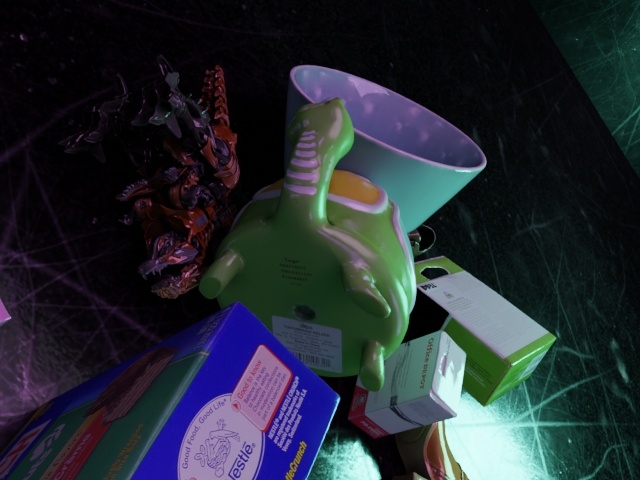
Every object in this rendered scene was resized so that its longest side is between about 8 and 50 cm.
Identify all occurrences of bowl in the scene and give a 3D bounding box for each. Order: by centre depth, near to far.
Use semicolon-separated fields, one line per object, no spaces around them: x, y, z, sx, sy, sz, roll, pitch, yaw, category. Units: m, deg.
0.070;-0.118;1.009;0.312;0.163;0.311;20;26;-10;bowl

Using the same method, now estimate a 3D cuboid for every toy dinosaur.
-0.176;-0.093;0.827;0.218;0.164;0.321;47;20;-41;toy dinosaur

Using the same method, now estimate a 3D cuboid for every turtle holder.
-0.013;0.008;0.820;0.320;0.244;0.227;55;37;-28;turtle holder

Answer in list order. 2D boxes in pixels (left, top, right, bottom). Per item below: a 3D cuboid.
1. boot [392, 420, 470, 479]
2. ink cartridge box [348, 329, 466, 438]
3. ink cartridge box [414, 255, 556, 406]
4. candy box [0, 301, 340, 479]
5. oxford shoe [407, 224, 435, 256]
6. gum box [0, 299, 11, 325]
0.181;0.329;1.001;0.152;0.073;0.197;37;57;-27;boot
0.121;0.201;0.942;0.063;0.151;0.109;43;43;-22;ink cartridge box
0.248;0.144;1.177;0.255;0.097;0.189;40;30;29;ink cartridge box
-0.171;0.212;0.480;0.122;0.317;0.268;47;40;-16;candy box
0.104;-0.005;1.089;0.227;0.096;0.082;-7;76;-47;oxford shoe
-0.363;0.023;0.579;0.107;0.062;0.188;-29;90;-51;gum box
